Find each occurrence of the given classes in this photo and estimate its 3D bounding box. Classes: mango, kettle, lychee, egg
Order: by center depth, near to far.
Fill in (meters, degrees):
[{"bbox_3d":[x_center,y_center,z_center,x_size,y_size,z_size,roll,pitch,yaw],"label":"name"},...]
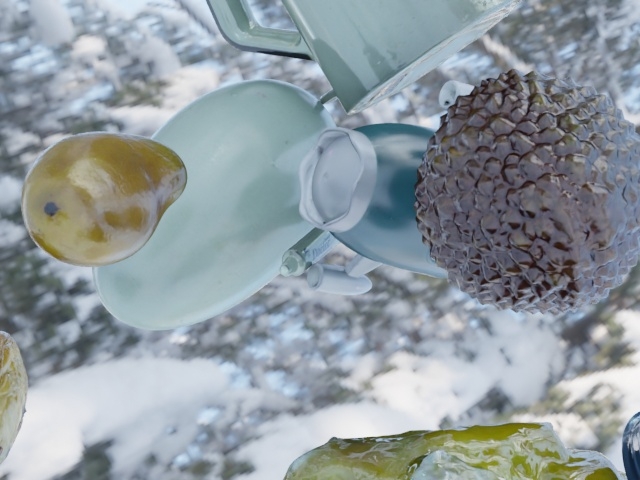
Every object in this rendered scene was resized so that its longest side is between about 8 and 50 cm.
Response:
[{"bbox_3d":[0.203,-0.041,1.352,0.271,0.236,0.236,-136,-151,-78],"label":"lychee"},{"bbox_3d":[-0.214,-0.048,1.430,0.136,0.227,0.099,44,-58,5],"label":"mango"},{"bbox_3d":[0.003,-0.347,1.716,0.361,0.250,0.377,-33,-90,42],"label":"kettle"},{"bbox_3d":[-0.125,-0.044,1.738,0.230,0.371,0.230,36,-24,19],"label":"egg"}]

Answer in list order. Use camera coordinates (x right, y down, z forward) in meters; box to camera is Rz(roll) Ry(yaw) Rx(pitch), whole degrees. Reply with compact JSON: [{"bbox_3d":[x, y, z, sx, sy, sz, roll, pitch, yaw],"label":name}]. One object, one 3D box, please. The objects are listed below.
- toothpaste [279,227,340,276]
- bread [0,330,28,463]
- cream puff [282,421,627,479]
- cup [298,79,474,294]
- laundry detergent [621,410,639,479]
[{"bbox_3d":[0.000,0.000,1.642,0.029,0.197,0.048,12,-66,21],"label":"toothpaste"},{"bbox_3d":[-0.412,0.157,1.490,0.210,0.235,0.099,7,-70,-2],"label":"bread"},{"bbox_3d":[0.101,0.319,1.167,0.378,0.378,0.276,-51,-140,45],"label":"cream puff"},{"bbox_3d":[0.074,-0.050,1.530,0.300,0.173,0.167,-54,-137,30],"label":"cup"},{"bbox_3d":[0.266,0.166,1.074,0.206,0.061,0.097,97,-25,-85],"label":"laundry detergent"}]
